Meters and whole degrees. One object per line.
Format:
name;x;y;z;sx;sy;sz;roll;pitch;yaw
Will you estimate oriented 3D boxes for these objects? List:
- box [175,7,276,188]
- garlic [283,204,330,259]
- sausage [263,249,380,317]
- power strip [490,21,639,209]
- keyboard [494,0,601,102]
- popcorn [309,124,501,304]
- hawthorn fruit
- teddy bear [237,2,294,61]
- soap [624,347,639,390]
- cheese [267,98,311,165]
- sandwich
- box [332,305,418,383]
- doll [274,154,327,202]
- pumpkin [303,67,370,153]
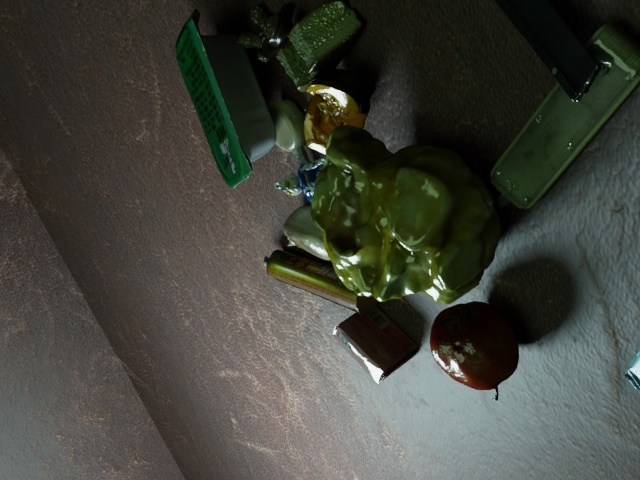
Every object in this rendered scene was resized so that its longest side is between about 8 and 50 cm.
box;-0.185;-0.288;1.922;0.336;0.106;0.264;68;164;-2
garlic;0.004;-0.003;2.002;0.198;0.090;0.128;20;148;36
sausage;-0.013;0.082;2.093;0.371;0.082;0.082;19;131;48
power strip;0.355;-0.162;1.390;0.092;0.066;0.387;48;145;13
keyboard;0.313;-0.294;1.301;0.231;0.023;0.072;63;149;31
popcorn;0.150;-0.039;1.628;0.334;0.293;0.292;10;94;27
hawthorn fruit;0.289;0.208;1.712;0.157;0.157;0.194;-7;114;56
teddy bear;-0.090;-0.391;1.778;0.078;0.119;0.160;29;179;-28
soap;0.531;0.114;1.295;0.077;0.156;0.293;52;152;32
cheese;-0.059;-0.208;1.927;0.092;0.047;0.171;17;130;47
sandwich;-0.016;-0.342;1.712;0.090;0.088;0.244;57;149;8
box;0.116;0.216;1.997;0.156;0.111;0.060;45;147;22
doll;-0.001;-0.113;1.885;0.227;0.057;0.114;-5;119;39
pumpkin;0.033;-0.248;1.704;0.119;0.107;0.183;27;150;7
